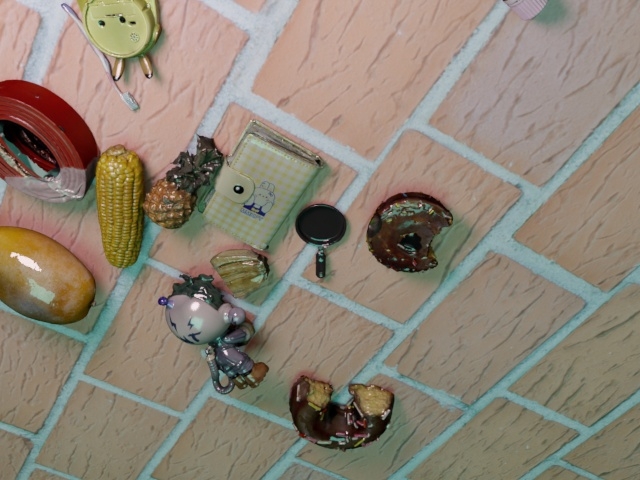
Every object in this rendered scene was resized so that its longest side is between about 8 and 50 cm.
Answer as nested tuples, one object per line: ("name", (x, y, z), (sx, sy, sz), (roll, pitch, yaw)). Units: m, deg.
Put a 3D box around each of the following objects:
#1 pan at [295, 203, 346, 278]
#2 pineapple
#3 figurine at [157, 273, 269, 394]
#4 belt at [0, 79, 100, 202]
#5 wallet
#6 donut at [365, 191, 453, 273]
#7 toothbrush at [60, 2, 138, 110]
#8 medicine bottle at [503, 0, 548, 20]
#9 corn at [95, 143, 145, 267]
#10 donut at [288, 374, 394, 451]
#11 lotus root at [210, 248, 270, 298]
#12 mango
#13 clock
("pan", (0.000, 0.000, 1.665), (0.136, 0.028, 0.235), (2, 122, 1))
("pineapple", (-0.336, -0.147, 1.525), (0.128, 0.128, 0.248), (31, 115, -18))
("figurine", (-0.293, 0.254, 1.760), (0.261, 0.186, 0.382), (-25, 116, 29))
("belt", (-0.674, -0.229, 1.477), (0.227, 0.115, 0.324), (-32, 119, 23))
("wallet", (-0.158, -0.129, 1.559), (0.223, 0.077, 0.309), (25, 123, -19))
("donut", (0.226, -0.026, 1.599), (0.216, 0.096, 0.230), (2, 125, 4))
("toothbrush", (-0.498, -0.411, 1.398), (0.027, 0.021, 0.269), (-27, 121, 5))
("medicine bottle", (0.372, -0.534, 1.241), (0.203, 0.083, 0.083), (37, 118, -20))
("corn", (-0.507, -0.081, 1.576), (0.121, 0.120, 0.363), (7, 128, -3))
("donut", (0.053, 0.575, 2.008), (0.345, 0.136, 0.259), (15, 121, -6))
("lotus root", (-0.207, 0.076, 1.703), (0.144, 0.070, 0.143), (-14, 118, 16))
("mango", (-0.781, 0.087, 1.651), (0.384, 0.198, 0.221), (27, 123, -15))
("clock", (-0.429, -0.462, 1.330), (0.170, 0.069, 0.231), (-4, 125, 5))
